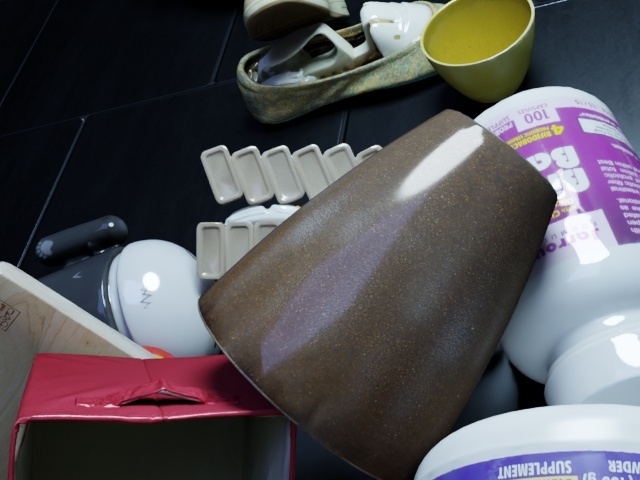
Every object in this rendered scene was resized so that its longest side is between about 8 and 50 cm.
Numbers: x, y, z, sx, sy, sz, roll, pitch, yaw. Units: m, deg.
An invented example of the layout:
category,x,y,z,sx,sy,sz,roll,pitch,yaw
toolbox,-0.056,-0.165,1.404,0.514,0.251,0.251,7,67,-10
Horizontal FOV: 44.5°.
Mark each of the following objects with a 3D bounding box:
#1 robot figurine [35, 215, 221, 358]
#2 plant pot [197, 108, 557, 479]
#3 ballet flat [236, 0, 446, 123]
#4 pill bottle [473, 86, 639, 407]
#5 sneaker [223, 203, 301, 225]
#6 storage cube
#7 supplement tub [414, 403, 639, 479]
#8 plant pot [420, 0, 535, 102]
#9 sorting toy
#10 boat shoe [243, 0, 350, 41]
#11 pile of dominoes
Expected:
category,x,y,z,sx,sy,sz,roll,pitch,yaw
robot figurine,-0.241,0.105,0.866,0.278,0.209,0.173,-21,31,12
plant pot,0.064,0.024,0.593,0.230,0.215,0.215,-50,45,4
ballet flat,0.046,-0.253,1.038,0.349,0.123,0.123,-16,48,17
pill bottle,0.222,0.019,0.675,0.169,0.169,0.301,-21,46,13
sneaker,-0.018,0.027,0.860,0.262,0.099,0.121,-11,54,23
storage cube,-0.133,0.197,0.590,0.184,0.215,0.193,2,5,-17
supplement tub,0.163,0.288,0.435,0.241,0.241,0.331,-10,50,22
plant pot,0.199,-0.223,0.940,0.134,0.095,0.134,-15,49,18
sorting toy,-0.257,0.173,0.738,0.257,0.255,0.089,-49,19,11
boat shoe,-0.038,-0.333,1.051,0.109,0.098,0.302,-17,9,20
pile of dominoes,0.000,0.000,0.802,0.251,0.040,0.196,-1,87,4
